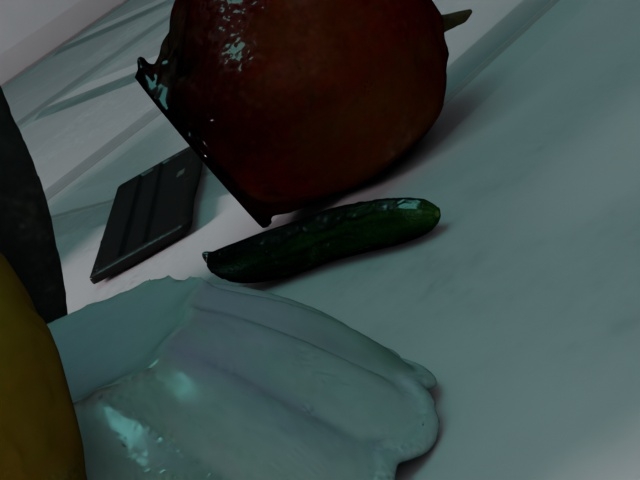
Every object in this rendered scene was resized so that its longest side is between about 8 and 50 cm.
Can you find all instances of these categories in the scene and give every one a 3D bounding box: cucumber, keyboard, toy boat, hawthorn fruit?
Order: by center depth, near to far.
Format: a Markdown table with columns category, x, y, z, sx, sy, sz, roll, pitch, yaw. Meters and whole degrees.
| category | x | y | z | sx | sy | sz | roll | pitch | yaw |
| --- | --- | --- | --- | --- | --- | --- | --- | --- | --- |
| toy boat | -0.090 | 0.090 | 0.687 | 0.290 | 0.100 | 0.199 | -20 | 20 | 29 |
| cucumber | 0.000 | 0.000 | 0.915 | 0.184 | 0.033 | 0.036 | -17 | -4 | 40 |
| hawthorn fruit | 0.003 | -0.118 | 1.042 | 0.251 | 0.189 | 0.189 | -15 | 12 | -16 |
| keyboard | -0.151 | -0.049 | 1.344 | 0.103 | 0.041 | 0.381 | -29 | 22 | 7 |

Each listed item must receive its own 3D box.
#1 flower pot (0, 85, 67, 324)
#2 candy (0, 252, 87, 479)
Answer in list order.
| category | x | y | z | sx | sy | sz | roll | pitch | yaw |
| --- | --- | --- | --- | --- | --- | --- | --- | --- | --- |
| flower pot | -0.291 | 0.030 | 0.887 | 0.251 | 0.379 | 0.379 | -14 | 10 | -20 |
| candy | -0.209 | 0.096 | 0.612 | 0.260 | 0.260 | 0.118 | -21 | -1 | 32 |
